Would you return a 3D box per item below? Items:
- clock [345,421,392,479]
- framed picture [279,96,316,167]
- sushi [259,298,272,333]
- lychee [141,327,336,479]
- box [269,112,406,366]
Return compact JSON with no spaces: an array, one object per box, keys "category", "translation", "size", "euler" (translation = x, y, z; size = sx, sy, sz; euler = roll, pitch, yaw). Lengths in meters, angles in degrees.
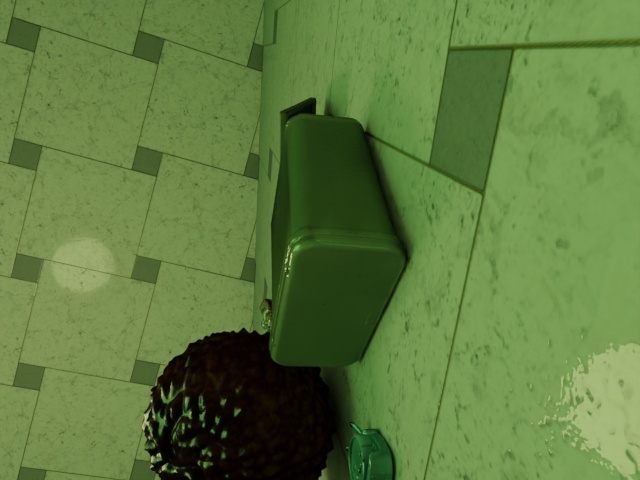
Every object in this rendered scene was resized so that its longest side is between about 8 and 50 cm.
[{"category":"clock","translation":[0.077,0.368,0.836],"size":[0.147,0.045,0.107],"euler":[-136,50,-74]},{"category":"framed picture","translation":[-0.054,-0.187,1.268],"size":[0.232,0.024,0.314],"euler":[-53,-33,-61]},{"category":"sushi","translation":[-0.109,0.293,1.497],"size":[0.331,0.124,0.129],"euler":[-103,26,-42]},{"category":"lychee","translation":[-0.179,0.408,1.097],"size":[0.500,0.425,0.424],"euler":[-56,-24,-64]},{"category":"box","translation":[0.000,0.000,0.934],"size":[0.351,0.178,0.343],"euler":[104,164,-47]}]
